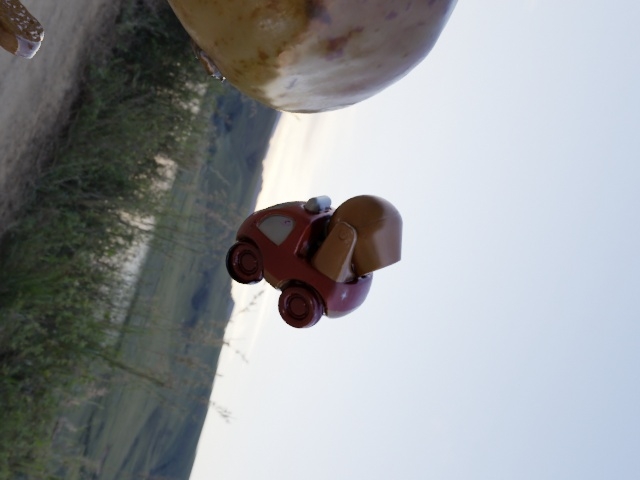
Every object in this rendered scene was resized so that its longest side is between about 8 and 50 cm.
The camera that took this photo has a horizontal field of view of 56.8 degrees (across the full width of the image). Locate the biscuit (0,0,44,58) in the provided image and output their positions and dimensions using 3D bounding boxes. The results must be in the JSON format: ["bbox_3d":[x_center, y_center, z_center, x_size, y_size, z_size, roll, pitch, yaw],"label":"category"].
[{"bbox_3d":[-0.510,-0.375,0.774,0.047,0.333,0.202,-38,172,21],"label":"biscuit"}]

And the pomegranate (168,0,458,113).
[{"bbox_3d":[-0.009,-0.205,0.434,0.248,0.248,0.248,-161,-90,-79],"label":"pomegranate"}]

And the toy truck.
[{"bbox_3d":[0.000,0.000,0.983,0.189,0.265,0.239,-18,140,-60],"label":"toy truck"}]
